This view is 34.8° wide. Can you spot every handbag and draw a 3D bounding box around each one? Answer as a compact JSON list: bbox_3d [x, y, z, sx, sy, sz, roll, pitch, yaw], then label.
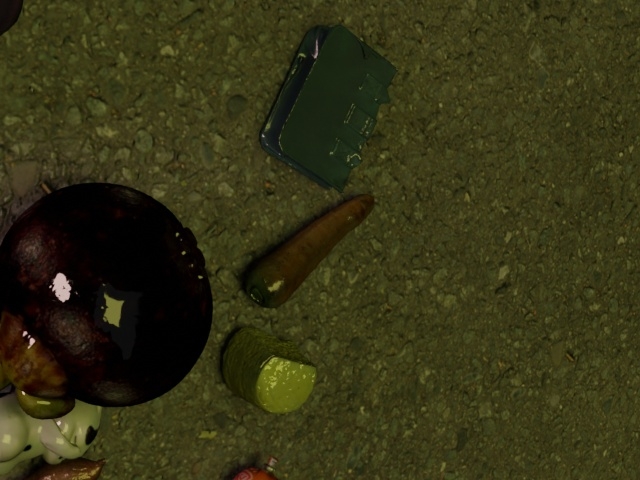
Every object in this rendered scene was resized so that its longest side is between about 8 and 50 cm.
[{"bbox_3d":[0.019,-0.206,1.598,0.179,0.062,0.229,30,79,-37],"label":"handbag"}]

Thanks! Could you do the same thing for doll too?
[{"bbox_3d":[-0.376,0.250,1.356,0.181,0.107,0.110,2,139,-34],"label":"doll"}]

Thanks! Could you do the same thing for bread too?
[{"bbox_3d":[-0.080,0.202,1.555,0.129,0.114,0.111,14,95,-32],"label":"bread"}]

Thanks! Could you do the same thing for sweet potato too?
[{"bbox_3d":[-0.393,0.350,1.393,0.226,0.068,0.068,-26,112,-10],"label":"sweet potato"}]

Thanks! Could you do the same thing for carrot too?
[{"bbox_3d":[0.000,0.000,1.610,0.298,0.078,0.078,-39,117,-27],"label":"carrot"}]

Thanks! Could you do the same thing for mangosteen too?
[{"bbox_3d":[-0.287,0.083,1.304,0.297,0.297,0.313,23,127,-35],"label":"mangosteen"}]

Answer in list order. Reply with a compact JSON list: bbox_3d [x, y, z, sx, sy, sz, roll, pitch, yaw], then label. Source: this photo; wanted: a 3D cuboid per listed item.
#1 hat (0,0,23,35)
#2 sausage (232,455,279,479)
[{"bbox_3d":[-0.457,-0.237,1.152,0.209,0.336,0.238,54,40,-69],"label":"hat"},{"bbox_3d":[-0.142,0.474,1.563,0.093,0.093,0.312,34,77,-34],"label":"sausage"}]
